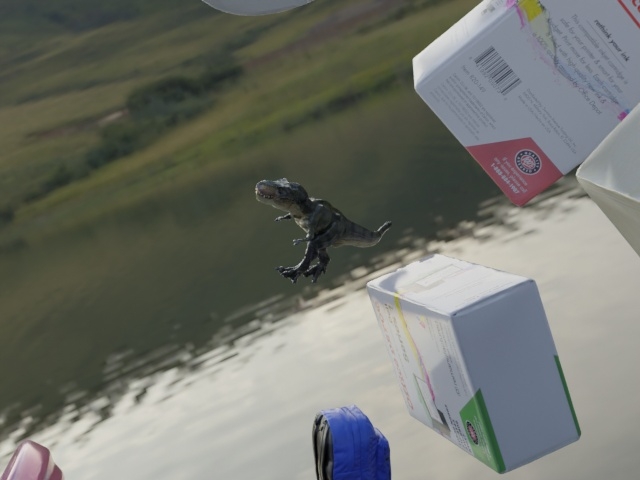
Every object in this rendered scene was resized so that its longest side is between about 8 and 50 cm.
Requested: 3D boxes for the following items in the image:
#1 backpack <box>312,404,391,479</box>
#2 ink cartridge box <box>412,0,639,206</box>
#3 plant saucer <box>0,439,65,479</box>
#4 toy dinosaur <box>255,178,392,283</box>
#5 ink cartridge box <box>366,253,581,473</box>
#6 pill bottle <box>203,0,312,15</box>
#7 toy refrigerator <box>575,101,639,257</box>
[{"bbox_3d":[0.039,0.278,1.514,0.101,0.120,0.098,-11,14,-17],"label":"backpack"},{"bbox_3d":[0.172,-0.130,0.752,0.198,0.115,0.067,-37,18,20],"label":"ink cartridge box"},{"bbox_3d":[-0.302,0.345,1.018,0.332,0.084,0.332,-60,10,18],"label":"plant saucer"},{"bbox_3d":[0.000,0.000,1.513,0.268,0.064,0.118,20,-77,-52],"label":"toy dinosaur"},{"bbox_3d":[0.178,0.139,1.401,0.117,0.201,0.278,-22,11,-14],"label":"ink cartridge box"},{"bbox_3d":[-0.096,-0.323,0.711,0.204,0.361,0.204,-28,-24,-14],"label":"pill bottle"},{"bbox_3d":[0.248,-0.082,0.481,0.269,0.102,0.094,-46,26,-3],"label":"toy refrigerator"}]
